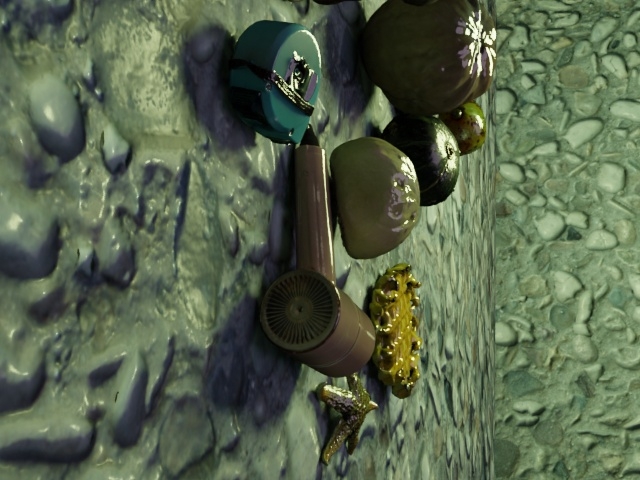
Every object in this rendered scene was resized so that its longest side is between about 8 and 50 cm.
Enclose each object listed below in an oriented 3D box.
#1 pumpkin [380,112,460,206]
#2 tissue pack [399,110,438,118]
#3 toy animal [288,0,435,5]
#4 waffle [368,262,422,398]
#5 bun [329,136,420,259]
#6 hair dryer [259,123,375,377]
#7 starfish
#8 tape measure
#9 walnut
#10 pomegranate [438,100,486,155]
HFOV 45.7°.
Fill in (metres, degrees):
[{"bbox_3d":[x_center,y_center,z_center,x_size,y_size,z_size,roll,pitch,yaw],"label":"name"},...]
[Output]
[{"bbox_3d":[0.191,-0.160,1.478,0.190,0.146,0.190,-1,90,-68],"label":"pumpkin"},{"bbox_3d":[0.204,-0.353,1.648,0.173,0.073,0.235,-71,152,-45],"label":"tissue pack"},{"bbox_3d":[0.073,-0.389,1.069,0.168,0.233,0.121,-83,165,-47],"label":"toy animal"},{"bbox_3d":[0.149,0.159,1.450,0.262,0.060,0.280,65,30,-48],"label":"waffle"},{"bbox_3d":[0.083,-0.060,1.140,0.193,0.128,0.178,82,-1,-77],"label":"bun"},{"bbox_3d":[0.000,0.000,1.015,0.189,0.107,0.344,46,40,-63],"label":"hair dryer"},{"bbox_3d":[0.036,0.266,1.154,0.208,0.053,0.176,62,41,-39],"label":"starfish"},{"bbox_3d":[-0.052,-0.191,0.891,0.146,0.081,0.125,31,76,-63],"label":"tape measure"},{"bbox_3d":[0.196,-0.349,1.394,0.248,0.248,0.248,-2,90,-71],"label":"walnut"},{"bbox_3d":[0.334,-0.274,1.911,0.205,0.159,0.159,108,-12,-70],"label":"pomegranate"}]
